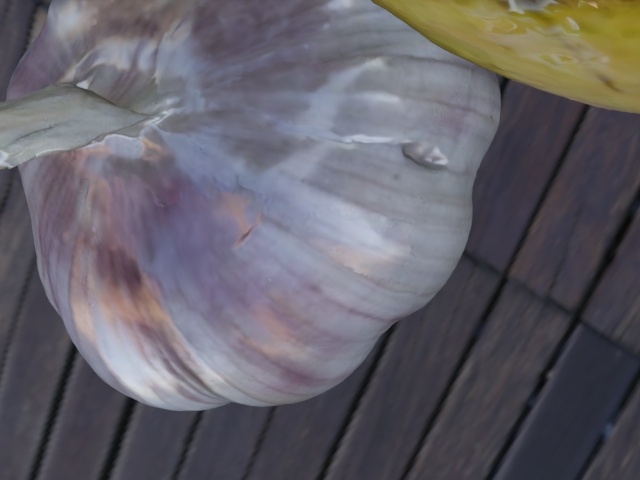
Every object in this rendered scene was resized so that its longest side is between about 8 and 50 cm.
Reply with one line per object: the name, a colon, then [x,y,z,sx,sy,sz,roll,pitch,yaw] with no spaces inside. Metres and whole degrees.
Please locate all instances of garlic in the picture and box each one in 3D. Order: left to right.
garlic: [-0.070,-0.040,0.768,0.245,0.253,0.245,-4,85,44]

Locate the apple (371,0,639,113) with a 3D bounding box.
apple: [0.085,-0.165,0.347,0.233,0.286,0.286,-1,116,43]
